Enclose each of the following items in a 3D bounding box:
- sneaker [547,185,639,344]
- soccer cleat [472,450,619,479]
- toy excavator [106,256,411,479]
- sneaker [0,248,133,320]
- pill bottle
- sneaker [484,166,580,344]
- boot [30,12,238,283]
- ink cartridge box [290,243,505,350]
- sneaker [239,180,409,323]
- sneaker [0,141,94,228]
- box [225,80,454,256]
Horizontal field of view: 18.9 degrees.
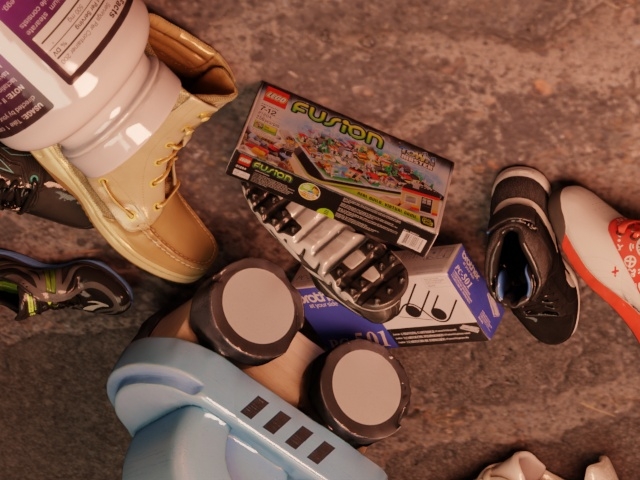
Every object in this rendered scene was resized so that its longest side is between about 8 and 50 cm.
[{"bbox_3d":[0.336,0.026,1.796,0.145,0.090,0.270,-45,69,36],"label":"sneaker"},{"bbox_3d":[0.189,0.303,2.135,0.331,0.116,0.143,-9,103,26],"label":"soccer cleat"},{"bbox_3d":[-0.068,0.311,1.938,0.433,0.445,0.222,37,150,-14],"label":"toy excavator"},{"bbox_3d":[-0.291,0.058,2.059,0.188,0.078,0.067,8,131,8],"label":"sneaker"},{"bbox_3d":[-0.278,-0.205,1.689,0.181,0.181,0.323,-30,118,33],"label":"pill bottle"},{"bbox_3d":[0.200,0.046,1.889,0.079,0.121,0.217,-5,128,20],"label":"sneaker"},{"bbox_3d":[-0.148,-0.087,1.889,0.203,0.095,0.262,-30,112,32],"label":"boot"},{"bbox_3d":[0.075,0.061,1.952,0.207,0.046,0.097,-7,129,40],"label":"ink cartridge box"},{"bbox_3d":[0.000,0.000,1.885,0.234,0.078,0.106,46,167,24],"label":"sneaker"},{"bbox_3d":[-0.342,-0.063,1.953,0.267,0.106,0.101,22,130,-6],"label":"sneaker"},{"bbox_3d":[0.021,-0.069,1.844,0.207,0.114,0.036,22,131,-5],"label":"box"}]
